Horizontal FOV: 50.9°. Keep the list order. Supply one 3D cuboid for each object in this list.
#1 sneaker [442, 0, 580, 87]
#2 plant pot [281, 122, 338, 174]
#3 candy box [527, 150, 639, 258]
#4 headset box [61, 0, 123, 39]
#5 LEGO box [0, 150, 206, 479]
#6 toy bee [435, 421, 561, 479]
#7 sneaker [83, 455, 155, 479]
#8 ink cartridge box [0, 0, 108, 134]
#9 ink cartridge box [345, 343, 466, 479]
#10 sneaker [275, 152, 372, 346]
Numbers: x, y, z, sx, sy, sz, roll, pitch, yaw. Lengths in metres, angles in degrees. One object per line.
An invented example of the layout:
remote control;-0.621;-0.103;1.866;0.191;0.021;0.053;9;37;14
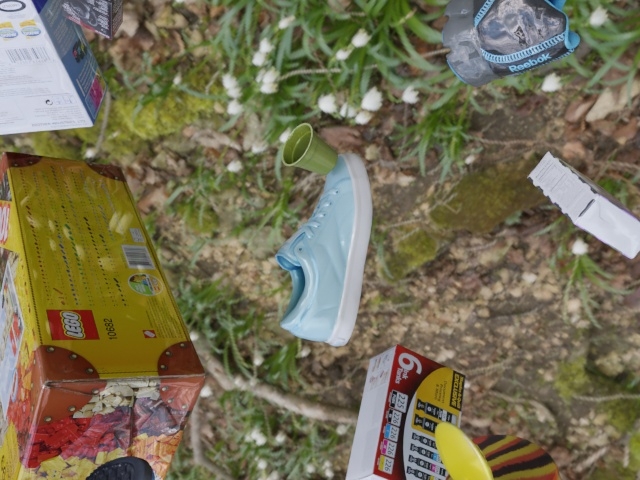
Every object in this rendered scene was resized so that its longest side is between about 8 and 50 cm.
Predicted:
sneaker;0.236;-0.340;0.765;0.139;0.341;0.125;-3;165;41
plant pot;-0.013;-0.156;1.205;0.079;0.083;0.083;26;176;-36
candy box;0.511;-0.070;1.281;0.164;0.070;0.196;26;-158;-24
headset box;-0.256;-0.267;0.755;0.062;0.032;0.083;26;160;-8
LEGO box;-0.377;0.158;0.992;0.193;0.373;0.500;5;-148;-34
toy bee;0.104;0.231;0.408;0.162;0.298;0.195;-11;123;44
sneaker;-0.232;0.305;0.719;0.082;0.209;0.069;35;-160;-32
ink cartridge box;-0.636;-0.411;1.358;0.269;0.151;0.396;-4;143;5
ink cartridge box;0.229;0.439;1.542;0.271;0.310;0.130;26;145;-15
sneaker;0.000;0.000;1.221;0.150;0.366;0.135;11;161;-18
